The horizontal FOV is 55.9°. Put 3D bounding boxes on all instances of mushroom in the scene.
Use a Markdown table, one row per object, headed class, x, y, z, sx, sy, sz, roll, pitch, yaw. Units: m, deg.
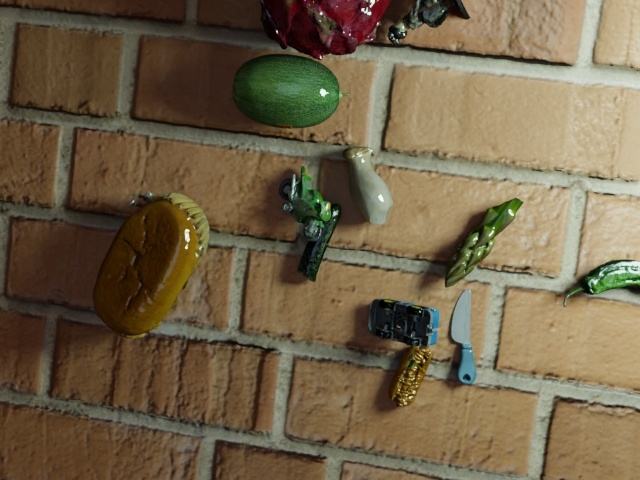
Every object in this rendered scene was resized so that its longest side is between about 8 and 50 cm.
| class | x | y | z | sx | sy | sz | roll | pitch | yaw |
| --- | --- | --- | --- | --- | --- | --- | --- | --- | --- |
| mushroom | 0.121 | -0.142 | 1.530 | 0.097 | 0.088 | 0.213 | -17 | 85 | -2 |

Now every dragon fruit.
| class | x | y | z | sx | sy | sz | roll | pitch | yaw |
| --- | --- | --- | --- | --- | --- | --- | --- | --- | --- |
| dragon fruit | 0.000 | -0.583 | 1.406 | 0.329 | 0.329 | 0.329 | 0 | 93 | 6 |

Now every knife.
| class | x | y | z | sx | sy | sz | roll | pitch | yaw |
| --- | --- | --- | --- | --- | --- | --- | --- | --- | --- |
| knife | 0.368 | 0.249 | 1.559 | 0.058 | 0.032 | 0.244 | -4 | 88 | 15 |

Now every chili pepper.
| class | x | y | z | sx | sy | sz | roll | pitch | yaw |
| --- | --- | --- | --- | --- | --- | --- | --- | --- | --- |
| chili pepper | 0.735 | 0.107 | 1.488 | 0.278 | 0.065 | 0.122 | 1 | 90 | 2 |

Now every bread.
| class | x | y | z | sx | sy | sz | roll | pitch | yaw |
| --- | --- | --- | --- | --- | --- | --- | --- | --- | --- |
| bread | -0.432 | 0.062 | 1.556 | 0.236 | 0.183 | 0.389 | 24 | 96 | 7 |

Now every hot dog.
| class | x | y | z | sx | sy | sz | roll | pitch | yaw |
| --- | --- | --- | --- | --- | --- | --- | --- | --- | --- |
| hot dog | 0.232 | 0.351 | 1.564 | 0.072 | 0.055 | 0.188 | 22 | 95 | 3 |

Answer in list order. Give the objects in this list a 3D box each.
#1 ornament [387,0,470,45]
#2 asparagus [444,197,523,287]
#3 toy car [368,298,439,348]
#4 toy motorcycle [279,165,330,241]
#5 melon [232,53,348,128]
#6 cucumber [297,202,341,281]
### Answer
| class | x | y | z | sx | sy | sz | roll | pitch | yaw |
| --- | --- | --- | --- | --- | --- | --- | --- | --- | --- |
| ornament | 0.239 | -0.569 | 1.477 | 0.196 | 0.166 | 0.153 | -29 | 89 | 22 |
| asparagus | 0.397 | 0.001 | 1.515 | 0.080 | 0.080 | 0.287 | 36 | 88 | 3 |
| toy car | 0.221 | 0.206 | 1.529 | 0.191 | 0.100 | 0.097 | 9 | 95 | 39 |
| toy motorcycle | -0.034 | -0.093 | 1.541 | 0.106 | 0.074 | 0.190 | -38 | 67 | 19 |
| melon | -0.074 | -0.367 | 1.491 | 0.287 | 0.182 | 0.182 | 8 | 94 | 7 |
| cucumber | 0.000 | 0.000 | 1.570 | 0.058 | 0.052 | 0.215 | 22 | 95 | -17 |
